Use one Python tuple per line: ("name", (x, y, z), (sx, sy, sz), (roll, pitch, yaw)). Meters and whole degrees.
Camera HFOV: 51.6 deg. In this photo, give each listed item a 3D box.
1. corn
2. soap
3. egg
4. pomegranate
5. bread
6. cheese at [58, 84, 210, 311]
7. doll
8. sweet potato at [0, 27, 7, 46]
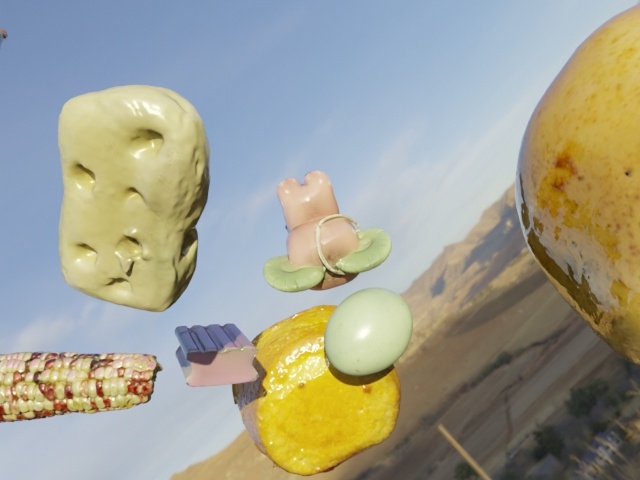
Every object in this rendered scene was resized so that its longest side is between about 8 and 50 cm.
("corn", (-0.343, 0.188, 0.856), (0.280, 0.092, 0.092), (-3, -11, 4))
("soap", (-0.189, 0.198, 1.171), (0.122, 0.066, 0.203), (-1, 4, -17))
("egg", (0.090, 0.170, 1.239), (0.192, 0.149, 0.149), (-35, -15, -33))
("pomegranate", (0.399, -0.037, 0.647), (0.416, 0.416, 0.417), (-44, -11, -11))
("bread", (0.008, 0.323, 1.400), (0.358, 0.337, 0.204), (-27, 18, -13))
("cheese", (-0.210, -0.044, 0.732), (0.093, 0.159, 0.263), (-68, -7, -62))
("doll", (0.000, 0.000, 1.451), (0.284, 0.216, 0.268), (-19, 31, -4))
("sweet potato", (-0.586, -0.294, 1.150), (0.058, 0.255, 0.078), (-15, -30, 2))
